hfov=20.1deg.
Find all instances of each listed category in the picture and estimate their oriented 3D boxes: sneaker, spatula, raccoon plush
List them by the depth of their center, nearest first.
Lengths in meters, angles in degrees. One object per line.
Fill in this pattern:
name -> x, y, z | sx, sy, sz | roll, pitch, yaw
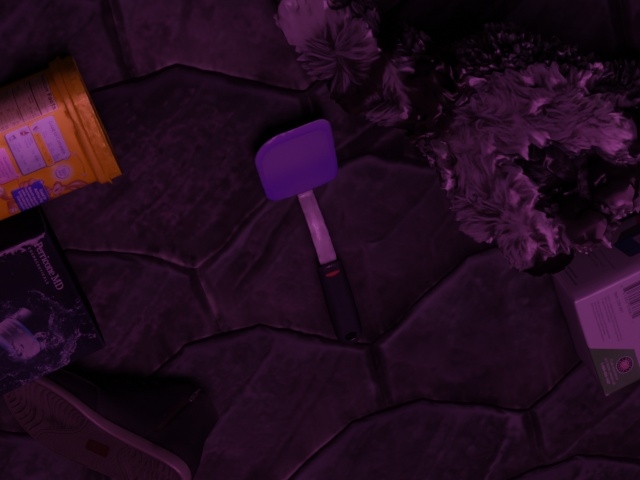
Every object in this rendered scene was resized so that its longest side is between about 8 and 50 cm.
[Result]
raccoon plush -> 0.200, -0.171, 1.800 | 0.446, 0.299, 0.216 | 45, 118, -3
spatula -> 0.000, 0.000, 1.879 | 0.084, 0.030, 0.296 | -20, 125, -5
sneaker -> -0.220, 0.175, 1.891 | 0.222, 0.118, 0.083 | 32, 129, -3

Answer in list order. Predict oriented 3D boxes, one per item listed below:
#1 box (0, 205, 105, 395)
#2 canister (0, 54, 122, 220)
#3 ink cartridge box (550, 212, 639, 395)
box -> -0.316, 0.058, 1.766 | 0.158, 0.093, 0.156 | -25, 125, -5
canister -> -0.288, -0.086, 1.698 | 0.170, 0.073, 0.126 | -23, 125, -3
ink cartridge box -> 0.376, 0.052, 2.006 | 0.212, 0.093, 0.154 | -25, 126, -1
